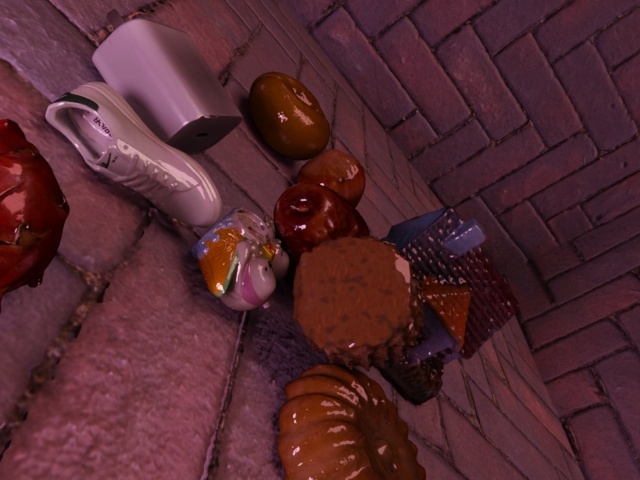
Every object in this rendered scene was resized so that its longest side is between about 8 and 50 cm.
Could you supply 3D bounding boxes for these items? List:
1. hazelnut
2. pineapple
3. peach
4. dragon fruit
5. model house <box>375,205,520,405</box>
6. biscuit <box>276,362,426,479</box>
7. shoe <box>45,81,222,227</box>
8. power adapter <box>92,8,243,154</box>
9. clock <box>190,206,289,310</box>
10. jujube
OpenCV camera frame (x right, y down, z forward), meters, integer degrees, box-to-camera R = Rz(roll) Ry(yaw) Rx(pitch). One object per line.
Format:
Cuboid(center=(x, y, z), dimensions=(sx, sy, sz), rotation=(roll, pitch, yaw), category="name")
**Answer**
Cuboid(center=(0.035, -0.139, 1.246), dimensions=(0.182, 0.182, 0.182), rotation=(45, 25, -27), category="hazelnut")
Cuboid(center=(0.084, 0.135, 0.848), dimensions=(0.362, 0.202, 0.201), rotation=(58, 9, -62), category="pineapple")
Cuboid(center=(-0.081, -0.323, 1.285), dimensions=(0.251, 0.153, 0.251), rotation=(53, 16, -22), category="peach")
Cuboid(center=(-0.296, 0.011, 0.434), dimensions=(0.125, 0.126, 0.245), rotation=(44, 37, -61), category="dragon fruit")
Cuboid(center=(0.276, 0.136, 1.148), dimensions=(0.360, 0.339, 0.297), rotation=(52, 21, -13), category="model house")
Cuboid(center=(0.067, 0.337, 0.757), dimensions=(0.326, 0.107, 0.325), rotation=(45, 27, -31), category="biscuit")
Cuboid(center=(-0.259, -0.104, 0.692), dimensions=(0.265, 0.095, 0.110), rotation=(44, 24, -7), category="shoe")
Cuboid(center=(-0.273, -0.281, 0.858), dimensions=(0.255, 0.124, 0.187), rotation=(56, 20, -1), category="power adapter")
Cuboid(center=(-0.118, 0.030, 0.780), dimensions=(0.144, 0.103, 0.231), rotation=(45, 22, -7), category="clock")
Cuboid(center=(0.000, 0.000, 0.914), dimensions=(0.255, 0.190, 0.189), rotation=(68, 1, -60), category="jujube")
